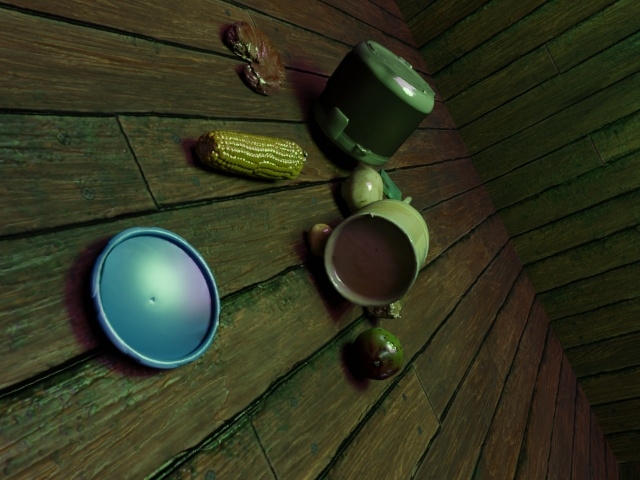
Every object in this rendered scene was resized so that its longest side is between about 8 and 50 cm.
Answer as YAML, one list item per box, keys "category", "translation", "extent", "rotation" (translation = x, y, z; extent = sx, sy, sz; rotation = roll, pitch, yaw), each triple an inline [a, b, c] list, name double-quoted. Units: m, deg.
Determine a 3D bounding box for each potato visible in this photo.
- category: "potato"
  translation: [0.000, 0.000, 1.237]
  extent: [0.062, 0.068, 0.083]
  rotation: [93, -1, -73]

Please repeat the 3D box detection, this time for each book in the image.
- category: "book"
  translation: [0.264, -0.196, 1.808]
  extent: [0.135, 0.017, 0.103]
  rotation: [46, 35, -26]

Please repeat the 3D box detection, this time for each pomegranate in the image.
- category: "pomegranate"
  translation: [0.134, 0.279, 1.192]
  extent: [0.129, 0.159, 0.130]
  rotation: [1, 88, -15]

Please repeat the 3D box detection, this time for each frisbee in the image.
- category: "frisbee"
  translation: [-0.268, 0.093, 0.787]
  extent: [0.242, 0.045, 0.242]
  rotation: [36, 40, -38]

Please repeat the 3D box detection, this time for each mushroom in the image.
- category: "mushroom"
  translation: [0.128, -0.147, 1.477]
  extent: [0.166, 0.127, 0.167]
  rotation: [0, 90, -63]

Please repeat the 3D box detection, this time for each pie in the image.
- category: "pie"
  translation: [-0.179, -0.519, 1.355]
  extent: [0.219, 0.054, 0.204]
  rotation: [58, 32, -10]

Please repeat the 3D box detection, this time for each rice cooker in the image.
- category: "rice cooker"
  translation: [0.158, -0.427, 1.535]
  extent: [0.335, 0.325, 0.335]
  rotation: [28, 32, -20]

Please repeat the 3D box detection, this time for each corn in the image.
- category: "corn"
  translation: [-0.153, -0.195, 1.114]
  extent: [0.305, 0.106, 0.106]
  rotation: [-6, 72, -52]

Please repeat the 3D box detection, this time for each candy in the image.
- category: "candy"
  translation: [0.182, 0.170, 1.333]
  extent: [0.095, 0.110, 0.085]
  rotation: [-44, 123, -47]

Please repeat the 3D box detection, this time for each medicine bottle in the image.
- category: "medicine bottle"
  translation: [0.176, 0.008, 1.311]
  extent: [0.236, 0.235, 0.406]
  rotation: [62, 23, -2]
